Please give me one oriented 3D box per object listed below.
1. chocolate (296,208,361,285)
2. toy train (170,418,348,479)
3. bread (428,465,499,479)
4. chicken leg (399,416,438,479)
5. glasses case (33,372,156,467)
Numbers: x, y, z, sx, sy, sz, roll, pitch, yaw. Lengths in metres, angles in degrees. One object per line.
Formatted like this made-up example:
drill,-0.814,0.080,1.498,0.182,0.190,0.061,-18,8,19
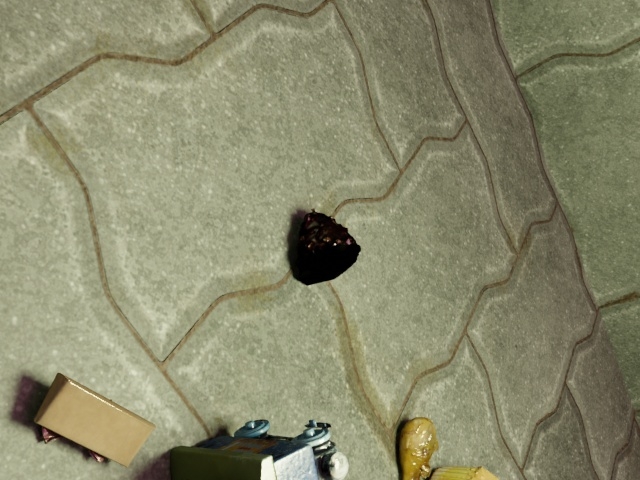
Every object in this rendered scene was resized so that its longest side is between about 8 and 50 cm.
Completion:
chocolate,0.000,0.000,1.685,0.156,0.156,0.133,14,41,-49
toy train,-0.102,0.390,1.286,0.202,0.299,0.131,-14,91,-44
bread,0.331,0.692,1.854,0.204,0.156,0.288,43,51,-25
chicken leg,0.230,0.531,1.837,0.101,0.085,0.208,36,61,-58
glasses case,-0.363,0.285,1.182,0.193,0.070,0.102,43,77,-38
